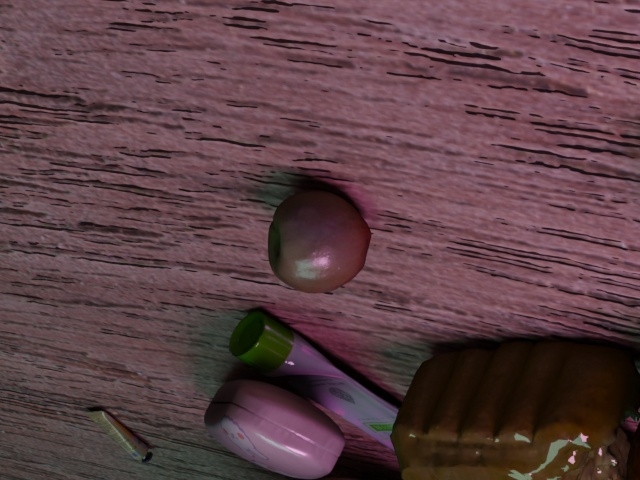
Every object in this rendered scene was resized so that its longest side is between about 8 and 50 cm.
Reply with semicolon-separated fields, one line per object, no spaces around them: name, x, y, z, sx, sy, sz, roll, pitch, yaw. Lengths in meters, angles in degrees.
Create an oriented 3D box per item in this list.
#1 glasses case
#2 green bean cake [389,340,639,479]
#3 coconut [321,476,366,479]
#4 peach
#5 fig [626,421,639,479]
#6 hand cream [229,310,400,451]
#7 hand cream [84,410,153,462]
glasses case;-0.049;0.183;1.413;0.113;0.075;0.297;27;171;-5
green bean cake;0.201;0.205;1.254;0.233;0.124;0.236;-7;131;39
coconut;0.064;0.434;1.550;0.405;0.404;0.404;17;151;10
peach;-0.001;0.002;1.133;0.083;0.083;0.083;17;151;10
fig;0.329;0.176;1.100;0.205;0.205;0.205;17;151;10
hand cream;0.025;0.154;1.417;0.275;0.050;0.079;36;176;-31
hand cream;-0.243;0.236;1.763;0.035;0.022;0.102;-12;131;46
